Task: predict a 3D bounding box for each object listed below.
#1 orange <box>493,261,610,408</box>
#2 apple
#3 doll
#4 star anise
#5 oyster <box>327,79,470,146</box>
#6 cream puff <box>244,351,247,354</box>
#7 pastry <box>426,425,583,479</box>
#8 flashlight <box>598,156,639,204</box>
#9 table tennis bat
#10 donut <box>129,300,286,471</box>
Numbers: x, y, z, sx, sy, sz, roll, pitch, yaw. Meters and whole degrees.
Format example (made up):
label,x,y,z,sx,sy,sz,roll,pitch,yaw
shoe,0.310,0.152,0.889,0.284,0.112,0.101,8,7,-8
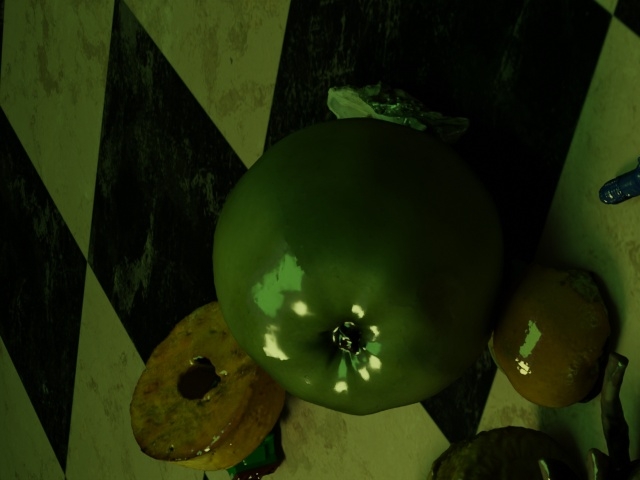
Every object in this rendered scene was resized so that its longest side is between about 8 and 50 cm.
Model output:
label,x,y,z,sx,sy,sz,roll,pitch,yaw
orange,0.252,0.110,1.638,0.170,0.112,0.160,63,149,9
apple,0.045,0.028,1.709,0.357,0.357,0.357,28,122,58
doll,-0.137,0.321,2.442,0.186,0.106,0.134,50,146,46
star anise,0.302,0.309,1.554,0.349,0.292,0.109,62,-163,-2
oyster,0.082,-0.153,1.902,0.199,0.087,0.252,60,155,18
cream puff,-0.066,0.101,2.220,0.189,0.129,0.189,30,129,47
pastry,0.212,0.311,1.687,0.103,0.189,0.188,148,110,-66
flashlight,0.328,-0.062,1.512,0.035,0.057,0.121,-61,11,-18
table tennis bat,0.232,0.094,1.761,0.100,0.019,0.155,44,137,51
donut,-0.172,0.246,2.368,0.303,0.110,0.303,-28,42,28
